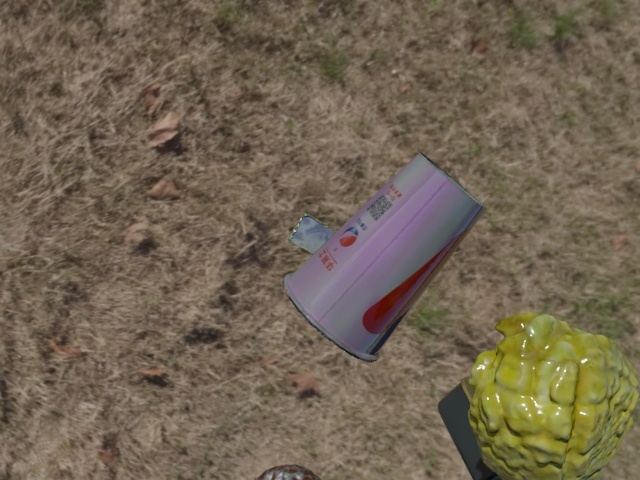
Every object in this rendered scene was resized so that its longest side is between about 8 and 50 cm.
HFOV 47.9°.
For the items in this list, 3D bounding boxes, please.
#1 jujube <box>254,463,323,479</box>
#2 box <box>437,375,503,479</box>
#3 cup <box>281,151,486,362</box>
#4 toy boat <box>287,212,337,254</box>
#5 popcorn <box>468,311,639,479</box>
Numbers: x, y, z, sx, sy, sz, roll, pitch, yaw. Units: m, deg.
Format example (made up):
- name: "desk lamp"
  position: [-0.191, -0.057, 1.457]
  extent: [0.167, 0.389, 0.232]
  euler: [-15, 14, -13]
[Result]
- name: "jujube"
  position: [-0.042, 0.571, 1.392]
  extent: [0.226, 0.226, 0.317]
  euler: [-56, 144, -25]
- name: "box"
  position: [0.323, 0.369, 1.379]
  extent: [0.144, 0.090, 0.201]
  euler: [11, 41, -42]
- name: "cup"
  position: [0.108, 0.018, 1.103]
  extent: [0.203, 0.203, 0.288]
  euler: [33, 104, -28]
- name: "toy boat"
  position: [0.000, 0.000, 1.372]
  extent: [0.115, 0.016, 0.063]
  euler: [31, 93, -18]
- name: "popcorn"
  position: [0.302, 0.220, 0.940]
  extent: [0.286, 0.174, 0.225]
  euler: [27, 87, -51]
